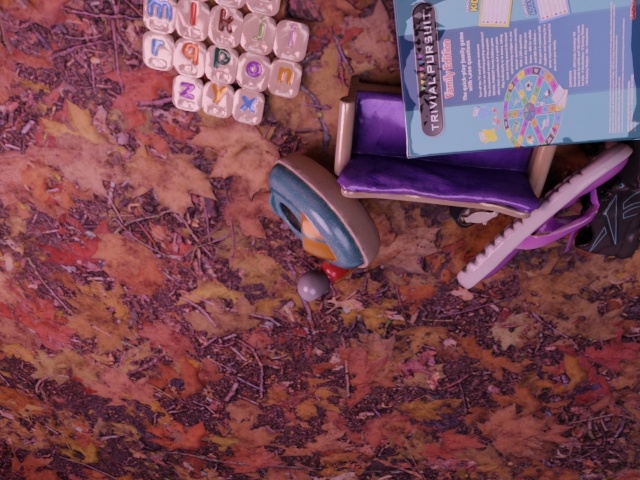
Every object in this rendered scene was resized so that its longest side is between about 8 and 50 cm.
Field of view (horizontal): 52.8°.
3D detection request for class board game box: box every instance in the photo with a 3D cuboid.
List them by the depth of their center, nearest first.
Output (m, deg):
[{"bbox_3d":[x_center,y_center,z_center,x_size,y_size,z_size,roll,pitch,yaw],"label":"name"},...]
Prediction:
[{"bbox_3d":[0.285,-0.264,0.935,0.337,0.079,0.253,-3,110,15],"label":"board game box"}]

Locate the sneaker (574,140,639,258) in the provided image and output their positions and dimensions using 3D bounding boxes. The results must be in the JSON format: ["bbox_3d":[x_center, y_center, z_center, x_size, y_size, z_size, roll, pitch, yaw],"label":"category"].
[{"bbox_3d":[0.537,-0.073,1.171,0.106,0.101,0.267,3,127,9],"label":"sneaker"}]

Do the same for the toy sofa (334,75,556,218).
[{"bbox_3d":[0.209,-0.164,1.102,0.363,0.177,0.150,7,128,4],"label":"toy sofa"}]

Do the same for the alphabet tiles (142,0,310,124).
[{"bbox_3d":[-0.166,-0.340,1.120,0.285,0.021,0.277,12,128,-1],"label":"alphabet tiles"}]

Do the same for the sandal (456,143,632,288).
[{"bbox_3d":[0.420,-0.023,1.183,0.102,0.169,0.416,48,136,7],"label":"sandal"}]

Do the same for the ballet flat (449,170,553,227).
[{"bbox_3d":[0.343,-0.073,1.219,0.203,0.074,0.074,-20,122,22],"label":"ballet flat"}]

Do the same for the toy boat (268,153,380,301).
[{"bbox_3d":[0.000,0.000,1.236,0.148,0.267,0.318,-37,147,-16],"label":"toy boat"}]
